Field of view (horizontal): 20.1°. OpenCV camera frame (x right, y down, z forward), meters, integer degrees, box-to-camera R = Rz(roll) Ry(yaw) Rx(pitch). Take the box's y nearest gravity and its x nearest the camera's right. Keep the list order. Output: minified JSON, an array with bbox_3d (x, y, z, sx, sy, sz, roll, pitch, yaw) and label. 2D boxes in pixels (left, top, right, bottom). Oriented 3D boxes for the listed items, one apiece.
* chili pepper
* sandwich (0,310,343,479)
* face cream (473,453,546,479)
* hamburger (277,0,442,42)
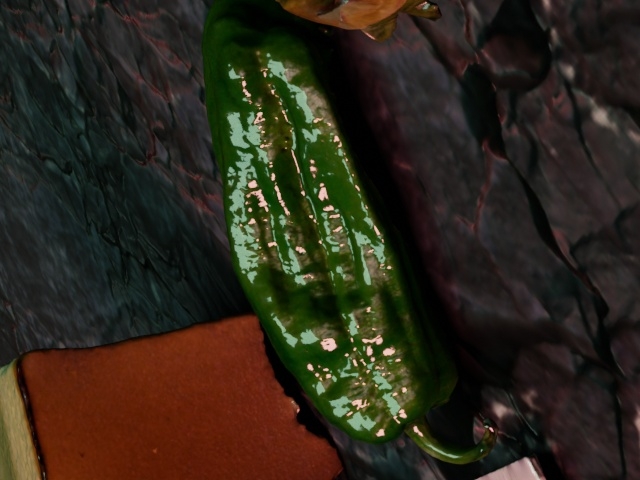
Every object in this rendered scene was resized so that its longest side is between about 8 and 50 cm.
[{"bbox_3d":[0.004,-0.003,0.877,0.100,0.074,0.257,-19,105,17],"label":"chili pepper"},{"bbox_3d":[-0.085,0.163,1.059,0.108,0.186,0.220,-28,73,63],"label":"sandwich"},{"bbox_3d":[0.139,0.222,0.878,0.243,0.058,0.092,65,158,8],"label":"face cream"},{"bbox_3d":[-0.006,-0.179,0.685,0.183,0.130,0.206,58,155,13],"label":"hamburger"}]
